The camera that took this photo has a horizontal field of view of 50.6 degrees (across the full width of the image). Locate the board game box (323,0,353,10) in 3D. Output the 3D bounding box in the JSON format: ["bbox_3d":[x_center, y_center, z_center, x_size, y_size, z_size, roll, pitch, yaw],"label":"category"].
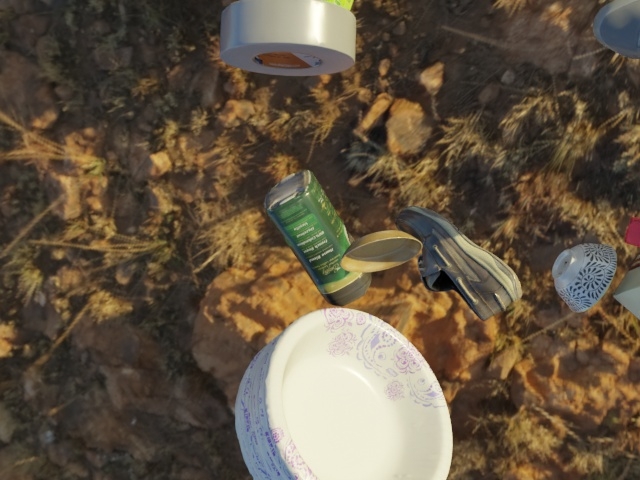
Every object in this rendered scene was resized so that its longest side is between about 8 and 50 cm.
[{"bbox_3d":[0.011,-0.482,1.461,0.043,0.181,0.092,-8,146,39],"label":"board game box"}]

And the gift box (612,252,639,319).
[{"bbox_3d":[0.781,0.075,1.377,0.276,0.255,0.258,37,159,0],"label":"gift box"}]

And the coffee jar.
[{"bbox_3d":[0.000,0.000,0.936,0.079,0.096,0.184,-29,113,11],"label":"coffee jar"}]

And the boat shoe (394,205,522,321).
[{"bbox_3d":[0.268,0.044,1.468,0.355,0.130,0.132,40,172,44],"label":"boat shoe"}]

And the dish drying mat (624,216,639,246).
[{"bbox_3d":[0.378,-0.003,0.751,0.083,0.008,0.032,25,108,56],"label":"dish drying mat"}]

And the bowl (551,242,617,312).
[{"bbox_3d":[0.574,0.068,1.516,0.080,0.170,0.170,26,123,-6],"label":"bowl"}]

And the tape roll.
[{"bbox_3d":[-0.052,-0.326,1.099,0.219,0.219,0.072,3,91,26],"label":"tape roll"}]

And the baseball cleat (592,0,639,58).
[{"bbox_3d":[0.376,-0.202,0.670,0.206,0.109,0.072,13,118,19],"label":"baseball cleat"}]

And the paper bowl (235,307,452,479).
[{"bbox_3d":[0.022,0.245,0.897,0.284,0.284,0.148,47,133,1],"label":"paper bowl"}]

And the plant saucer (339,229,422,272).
[{"bbox_3d":[0.059,0.009,0.671,0.083,0.083,0.015,-29,61,34],"label":"plant saucer"}]
